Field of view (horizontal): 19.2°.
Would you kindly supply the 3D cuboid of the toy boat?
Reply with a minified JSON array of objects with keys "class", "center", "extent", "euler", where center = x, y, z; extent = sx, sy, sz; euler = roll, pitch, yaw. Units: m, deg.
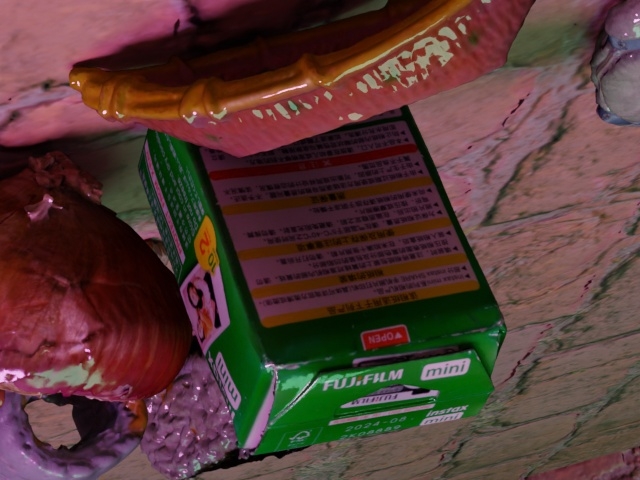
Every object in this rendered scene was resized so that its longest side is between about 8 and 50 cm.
[{"class":"toy boat","center":[0.010,-0.115,1.100],"extent":[0.318,0.099,0.141],"euler":[-21,-169,17]}]

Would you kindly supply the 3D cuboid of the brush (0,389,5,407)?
[{"class":"brush","center":[-0.329,0.142,1.653],"extent":[0.051,0.070,0.323],"euler":[-4,163,-33]}]

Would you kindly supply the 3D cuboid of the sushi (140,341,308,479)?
[{"class":"sushi","center":[-0.083,0.151,1.813],"extent":[0.126,0.136,0.225],"euler":[-2,165,-35]}]

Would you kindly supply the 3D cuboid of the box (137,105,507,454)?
[{"class":"box","center":[0.000,0.000,1.188],"extent":[0.180,0.250,0.103],"euler":[-8,146,-20]}]

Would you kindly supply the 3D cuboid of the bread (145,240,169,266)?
[{"class":"bread","center":[-0.169,0.042,1.506],"extent":[0.062,0.109,0.043],"euler":[24,178,28]}]

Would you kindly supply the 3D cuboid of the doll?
[{"class":"doll","center":[0.240,-0.127,1.317],"extent":[0.104,0.071,0.214],"euler":[-17,160,-3]}]

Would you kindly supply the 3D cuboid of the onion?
[{"class":"onion","center":[-0.193,0.020,1.250],"extent":[0.230,0.163,0.230],"euler":[8,-175,-1]}]

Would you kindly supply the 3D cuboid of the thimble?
[{"class":"thimble","center":[-0.243,0.165,1.700],"extent":[0.151,0.127,0.118],"euler":[-12,166,-40]}]
